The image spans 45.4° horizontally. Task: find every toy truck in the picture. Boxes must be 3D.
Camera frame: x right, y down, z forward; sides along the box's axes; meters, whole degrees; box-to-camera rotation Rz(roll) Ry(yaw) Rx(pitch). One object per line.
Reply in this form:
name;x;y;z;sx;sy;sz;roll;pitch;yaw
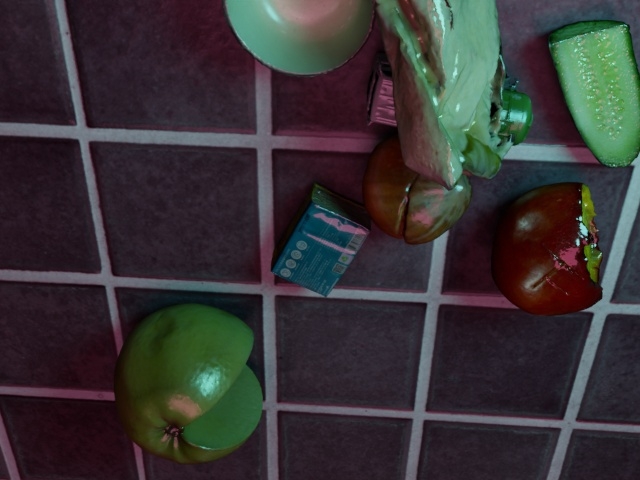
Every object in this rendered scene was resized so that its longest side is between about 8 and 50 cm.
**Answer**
toy truck;0.190;-0.205;1.140;0.242;0.125;0.101;10;125;-1

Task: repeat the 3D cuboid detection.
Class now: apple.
apple;-0.239;0.267;1.412;0.292;0.254;0.292;5;123;7

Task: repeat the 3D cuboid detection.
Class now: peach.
peach;0.386;0.012;1.236;0.190;0.196;0.226;-2;134;-35

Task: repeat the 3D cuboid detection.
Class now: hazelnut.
hazelnut;0.158;-0.079;1.205;0.182;0.182;0.182;2;124;3

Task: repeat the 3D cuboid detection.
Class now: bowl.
bowl;-0.023;-0.345;1.066;0.211;0.112;0.211;3;124;5

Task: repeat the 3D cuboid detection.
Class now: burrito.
burrito;0.156;-0.237;0.999;0.135;0.190;0.332;0;106;34

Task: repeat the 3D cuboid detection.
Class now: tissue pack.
tissue pack;0.000;0.000;1.315;0.120;0.082;0.169;25;122;-11

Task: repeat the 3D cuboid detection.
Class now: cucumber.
cucumber;0.419;-0.216;1.150;0.115;0.063;0.244;-20;120;10
